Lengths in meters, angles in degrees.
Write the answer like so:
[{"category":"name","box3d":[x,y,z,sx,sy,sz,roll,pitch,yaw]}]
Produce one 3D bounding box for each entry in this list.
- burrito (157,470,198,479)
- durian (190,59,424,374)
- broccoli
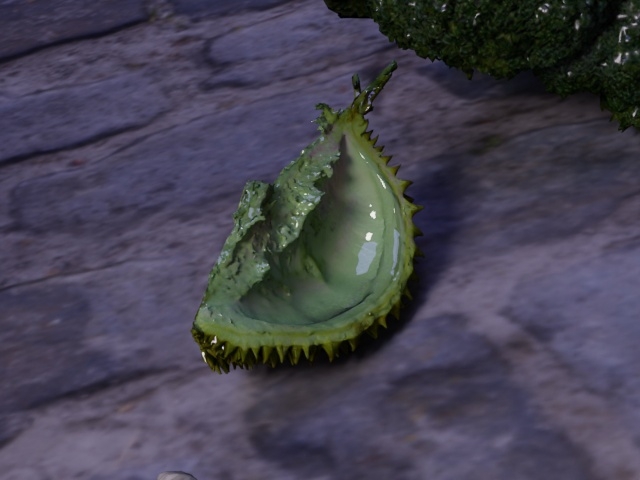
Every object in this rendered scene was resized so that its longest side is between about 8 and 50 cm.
[{"category":"burrito","box3d":[-0.003,0.185,0.653,0.117,0.076,0.392,-30,30,-19]},{"category":"durian","box3d":[0.000,0.000,0.943,0.086,0.100,0.215,4,43,32]},{"category":"broccoli","box3d":[0.151,-0.205,1.052,0.321,0.304,0.283,-58,-2,-19]}]
